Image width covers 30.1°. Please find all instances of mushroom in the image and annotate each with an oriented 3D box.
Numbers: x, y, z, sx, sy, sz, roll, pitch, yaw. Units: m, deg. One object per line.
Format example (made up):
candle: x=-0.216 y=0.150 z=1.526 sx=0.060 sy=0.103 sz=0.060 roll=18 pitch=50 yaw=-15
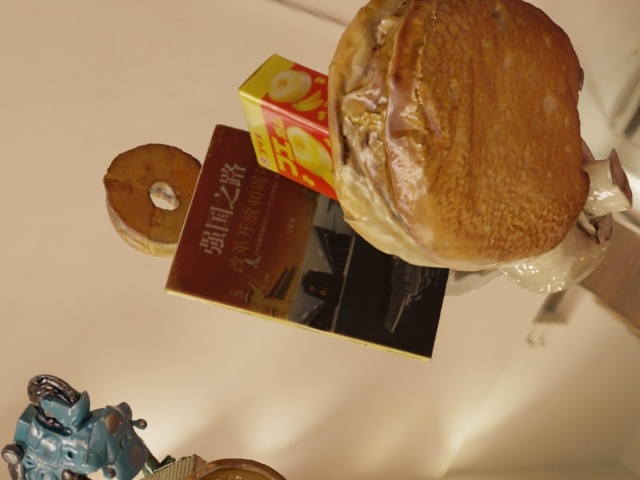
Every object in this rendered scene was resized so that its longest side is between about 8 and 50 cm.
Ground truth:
mushroom: x=0.295 y=-0.054 z=1.508 sx=0.202 sy=0.246 sz=0.246 roll=-12 pitch=172 yaw=36

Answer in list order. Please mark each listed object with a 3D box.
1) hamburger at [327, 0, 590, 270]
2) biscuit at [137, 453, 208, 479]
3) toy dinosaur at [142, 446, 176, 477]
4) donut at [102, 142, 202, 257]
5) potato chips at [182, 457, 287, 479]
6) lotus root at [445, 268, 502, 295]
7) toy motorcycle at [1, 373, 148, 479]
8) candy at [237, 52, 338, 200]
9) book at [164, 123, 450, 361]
hamburger: x=0.145 y=-0.116 z=1.183 sx=0.314 sy=0.290 sz=0.170 roll=-1 pitch=-175 yaw=-40
biscuit: x=-0.272 y=0.428 z=1.778 sx=0.052 sy=0.252 sz=0.150 roll=44 pitch=-149 yaw=-29
toy dinosaur: x=-0.227 y=0.413 z=1.998 sx=0.292 sy=0.120 sz=0.079 roll=60 pitch=171 yaw=-6
donut: x=-0.245 y=-0.054 z=1.817 sx=0.174 sy=0.074 sz=0.190 roll=-32 pitch=-110 yaw=-37
potato chips: x=-0.116 y=0.371 z=1.562 sx=0.208 sy=0.195 sz=0.062 roll=51 pitch=-178 yaw=-24
lotus root: x=0.197 y=-0.033 z=2.057 sx=0.250 sy=0.250 sz=0.346 roll=36 pitch=-170 yaw=26
toy motorcycle: x=-0.334 y=0.296 z=1.618 sx=0.182 sy=0.272 sz=0.123 roll=27 pitch=-140 yaw=3
candy: x=0.032 y=-0.123 z=1.521 sx=0.276 sy=0.088 sz=0.146 roll=25 pitch=151 yaw=29
book: x=0.000 y=0.000 z=1.642 sx=0.374 sy=0.262 sz=0.028 roll=15 pitch=158 yaw=-2
